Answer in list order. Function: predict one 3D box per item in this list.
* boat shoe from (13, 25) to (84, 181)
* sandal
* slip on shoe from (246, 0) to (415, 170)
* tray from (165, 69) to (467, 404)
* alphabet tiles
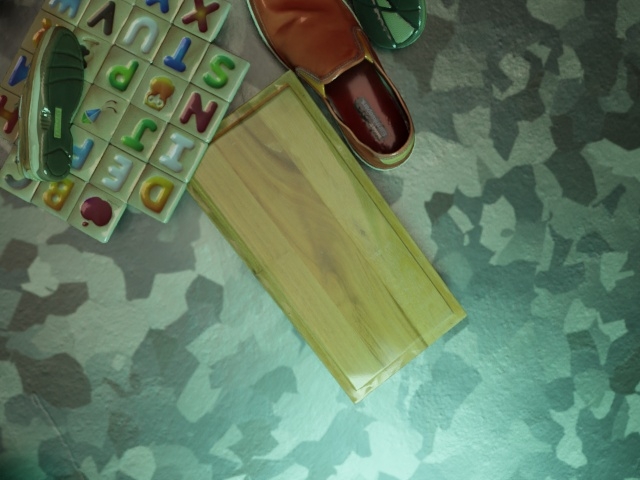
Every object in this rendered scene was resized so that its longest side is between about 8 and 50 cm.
[{"bbox_3d":[-0.344,-0.168,0.726,0.072,0.068,0.190,6,85,22],"label":"boat shoe"},{"bbox_3d":[0.077,-0.414,0.793,0.120,0.086,0.303,0,115,29],"label":"sandal"},{"bbox_3d":[0.020,-0.237,0.784,0.123,0.101,0.331,-35,97,2],"label":"slip on shoe"},{"bbox_3d":[0.000,0.000,0.814,0.203,0.076,0.411,-38,97,-4],"label":"tray"},{"bbox_3d":[-0.265,-0.185,0.753,0.285,0.011,0.343,28,90,6],"label":"alphabet tiles"}]
